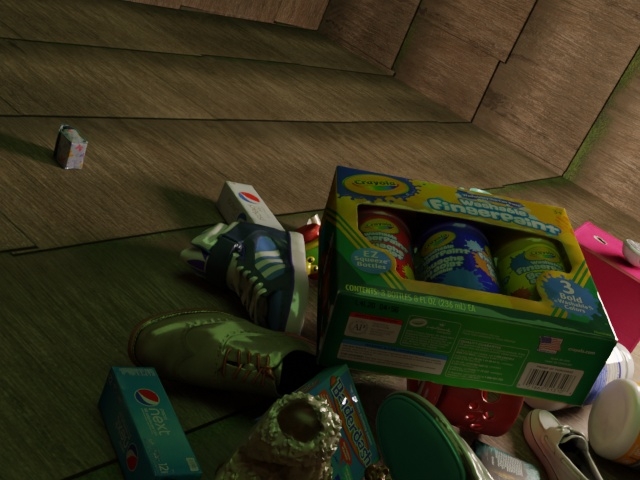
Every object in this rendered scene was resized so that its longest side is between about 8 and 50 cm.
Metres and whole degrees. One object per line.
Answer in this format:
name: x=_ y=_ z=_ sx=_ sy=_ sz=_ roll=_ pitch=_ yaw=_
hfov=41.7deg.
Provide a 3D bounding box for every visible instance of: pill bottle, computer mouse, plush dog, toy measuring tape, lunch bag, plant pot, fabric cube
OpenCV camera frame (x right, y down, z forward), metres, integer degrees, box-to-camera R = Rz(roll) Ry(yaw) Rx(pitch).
pill bottle: x=0.679 y=0.382 z=1.633 sx=0.278 sy=0.162 sz=0.162 roll=20 pitch=23 yaw=-9
computer mouse: x=0.746 y=0.039 z=1.946 sx=0.193 sy=0.042 sz=0.106 roll=12 pitch=32 yaw=-44
plush dog: x=-0.029 y=0.344 z=1.027 sx=0.225 sy=0.262 sz=0.210 roll=37 pitch=-18 yaw=0
toy measuring tape: x=0.000 y=0.000 z=1.848 sx=0.121 sy=0.121 sz=0.330 roll=25 pitch=23 yaw=1
lunch bag: x=-0.547 y=-0.203 z=1.818 sx=0.053 sy=0.071 sz=0.083 roll=-5 pitch=38 yaw=-42
pill bottle: x=0.535 y=0.268 z=1.752 sx=0.272 sy=0.152 sz=0.152 roll=2 pitch=31 yaw=-43
plant pot: x=0.253 y=0.242 z=1.502 sx=0.174 sy=0.191 sz=0.191 roll=11 pitch=25 yaw=-7
fabric cube: x=0.669 y=0.139 z=2.026 sx=0.258 sy=0.259 sz=0.254 roll=34 pitch=24 yaw=19

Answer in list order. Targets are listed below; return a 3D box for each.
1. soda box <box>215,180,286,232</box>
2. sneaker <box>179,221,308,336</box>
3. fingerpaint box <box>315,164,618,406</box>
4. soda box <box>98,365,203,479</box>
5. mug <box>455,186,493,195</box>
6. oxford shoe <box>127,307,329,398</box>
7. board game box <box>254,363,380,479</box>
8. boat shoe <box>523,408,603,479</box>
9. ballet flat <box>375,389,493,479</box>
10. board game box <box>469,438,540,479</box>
soda box: x=-0.157 y=-0.048 z=1.869 sx=0.074 sy=0.069 sz=0.216 roll=9 pitch=28 yaw=-34
sneaker: x=-0.148 y=0.079 z=1.565 sx=0.236 sy=0.130 sz=0.322 roll=6 pitch=35 yaw=-7
fingerpaint box: x=0.225 y=0.063 z=1.432 sx=0.445 sy=0.163 sz=0.371 roll=11 pitch=35 yaw=-6
soda box: x=-0.232 y=0.261 z=1.124 sx=0.067 sy=0.071 sz=0.210 roll=8 pitch=28 yaw=-35
mug: x=0.477 y=-0.090 z=2.539 sx=0.129 sy=0.097 sz=0.158 roll=3 pitch=30 yaw=-40
oxford shoe: x=-0.118 y=0.178 z=1.299 sx=0.348 sy=0.123 sz=0.130 roll=10 pitch=0 yaw=-29
board game box: x=0.002 y=0.288 z=1.210 sx=0.210 sy=0.047 sz=0.160 roll=-25 pitch=95 yaw=-61
boat shoe: x=0.445 y=0.379 z=1.513 sx=0.095 sy=0.084 sz=0.258 roll=16 pitch=24 yaw=-18
ballet flat: x=0.221 y=0.392 z=1.234 sx=0.139 sy=0.139 sz=0.400 roll=2 pitch=38 yaw=-42
board game box: x=0.306 y=0.412 z=1.381 sx=0.126 sy=0.026 sz=0.186 roll=25 pitch=23 yaw=0
